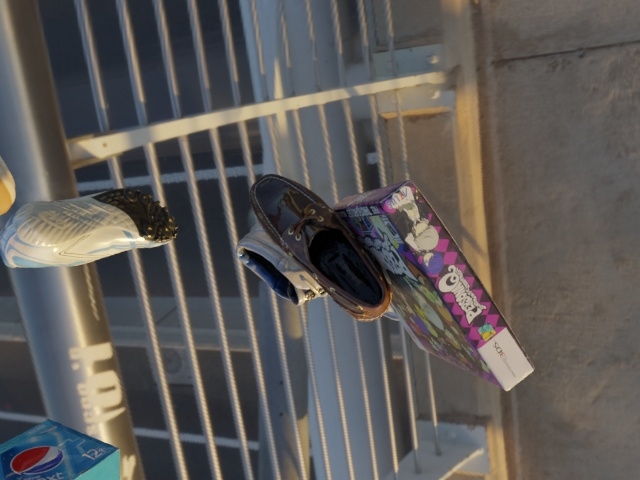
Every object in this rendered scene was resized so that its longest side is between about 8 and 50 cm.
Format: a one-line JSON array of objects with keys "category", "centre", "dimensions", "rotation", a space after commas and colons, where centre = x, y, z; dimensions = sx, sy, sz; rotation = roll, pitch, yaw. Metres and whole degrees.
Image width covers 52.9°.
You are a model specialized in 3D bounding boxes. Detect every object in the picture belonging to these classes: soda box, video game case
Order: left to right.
[{"category": "soda box", "centre": [-0.176, 0.231, 0.415], "dimensions": [0.067, 0.071, 0.210], "rotation": [12, 108, 25]}, {"category": "video game case", "centre": [0.101, 0.040, 0.677], "dimensions": [0.041, 0.232, 0.210], "rotation": [-36, 98, -9]}]

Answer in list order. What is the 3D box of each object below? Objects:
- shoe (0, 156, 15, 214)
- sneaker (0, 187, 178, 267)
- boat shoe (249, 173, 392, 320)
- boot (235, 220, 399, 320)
[{"category": "shoe", "centre": [-0.301, -0.120, 0.498], "dimensions": [0.076, 0.058, 0.219], "rotation": [-17, 110, 50]}, {"category": "sneaker", "centre": [-0.286, -0.012, 0.811], "dimensions": [0.086, 0.237, 0.085], "rotation": [-34, 74, 35]}, {"category": "boat shoe", "centre": [0.000, 0.000, 0.693], "dimensions": [0.207, 0.073, 0.073], "rotation": [44, 83, 12]}, {"category": "boot", "centre": [0.008, 0.055, 0.873], "dimensions": [0.258, 0.123, 0.095], "rotation": [33, 141, 12]}]
